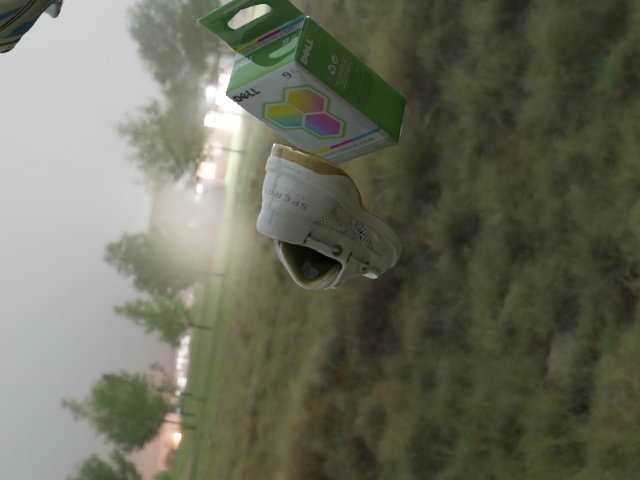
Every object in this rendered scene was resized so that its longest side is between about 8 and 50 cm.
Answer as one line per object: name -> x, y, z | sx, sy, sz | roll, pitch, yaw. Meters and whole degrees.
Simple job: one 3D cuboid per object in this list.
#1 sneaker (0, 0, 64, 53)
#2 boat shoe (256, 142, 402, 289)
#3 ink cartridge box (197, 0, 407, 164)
sneaker -> -0.291, -0.173, 0.836 | 0.237, 0.085, 0.086 | -45, -37, -42
boat shoe -> 0.000, 0.000, 0.976 | 0.096, 0.098, 0.277 | -65, -25, -8
ink cartridge box -> -0.022, -0.161, 1.059 | 0.109, 0.209, 0.062 | -16, 51, 44
